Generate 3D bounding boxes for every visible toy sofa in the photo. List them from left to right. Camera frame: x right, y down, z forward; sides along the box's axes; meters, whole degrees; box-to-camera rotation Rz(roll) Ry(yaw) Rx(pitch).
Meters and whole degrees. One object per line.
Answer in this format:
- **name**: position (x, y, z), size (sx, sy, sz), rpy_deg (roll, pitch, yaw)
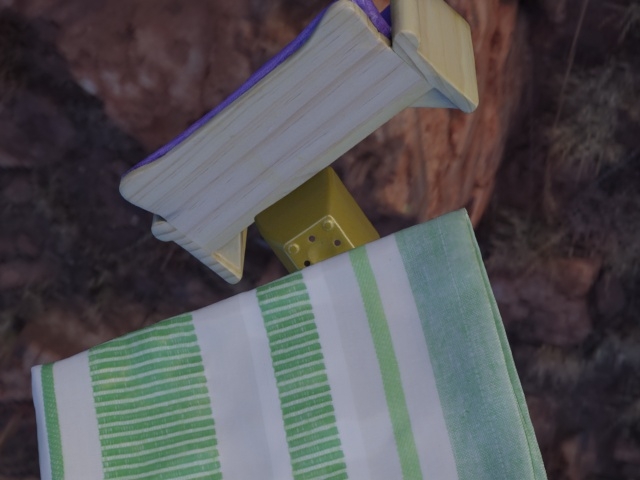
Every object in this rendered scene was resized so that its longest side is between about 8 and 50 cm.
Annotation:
- **toy sofa**: position (-0.029, -0.133, 1.434), size (0.362, 0.150, 0.177), rpy_deg (-36, 120, 28)

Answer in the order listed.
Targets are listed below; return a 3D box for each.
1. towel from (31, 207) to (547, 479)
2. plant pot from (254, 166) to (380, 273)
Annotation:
- **towel**: position (-0.030, 0.131, 0.904), size (0.324, 0.248, 0.038), rpy_deg (-21, 145, 10)
- **plant pot**: position (0.000, 0.000, 1.177), size (0.081, 0.083, 0.081), rpy_deg (-35, 104, 5)
